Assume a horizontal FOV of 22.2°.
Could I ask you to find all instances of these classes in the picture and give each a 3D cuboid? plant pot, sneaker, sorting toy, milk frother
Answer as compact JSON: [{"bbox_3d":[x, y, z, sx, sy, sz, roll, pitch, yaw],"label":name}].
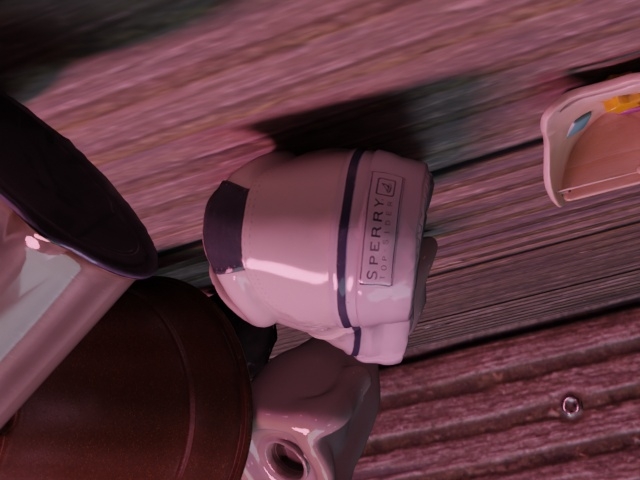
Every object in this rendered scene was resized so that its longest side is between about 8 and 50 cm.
[{"bbox_3d":[-0.151,0.094,0.898,0.167,0.167,0.165,-17,164,34],"label":"plant pot"},{"bbox_3d":[0.000,0.000,0.716,0.091,0.094,0.258,9,171,4],"label":"sneaker"},{"bbox_3d":[0.122,-0.049,0.651,0.083,0.045,0.075,-14,165,21],"label":"sorting toy"},{"bbox_3d":[-0.146,0.003,0.438,0.135,0.129,0.143,-48,131,10],"label":"milk frother"}]

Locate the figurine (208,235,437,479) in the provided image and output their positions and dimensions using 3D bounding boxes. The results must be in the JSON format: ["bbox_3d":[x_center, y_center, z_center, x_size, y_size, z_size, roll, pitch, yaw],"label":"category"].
[{"bbox_3d":[-0.032,0.082,1.042,0.214,0.092,0.209,-17,-152,36],"label":"figurine"}]
